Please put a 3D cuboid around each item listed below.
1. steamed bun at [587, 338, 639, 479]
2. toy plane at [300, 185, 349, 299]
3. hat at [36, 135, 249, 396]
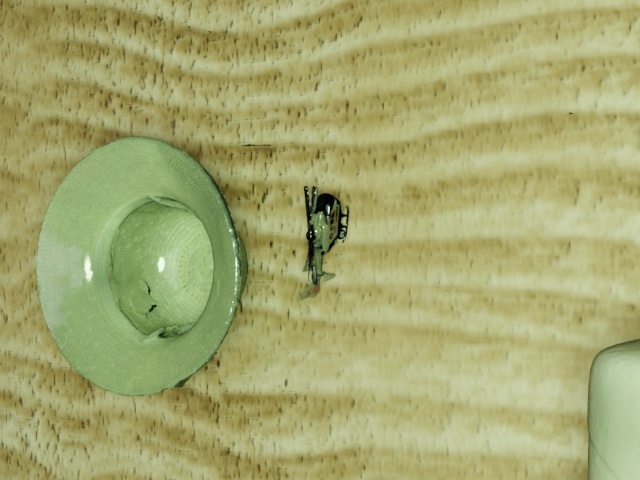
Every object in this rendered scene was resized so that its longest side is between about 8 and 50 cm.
[{"bbox_3d":[0.297,0.142,0.910,0.164,0.241,0.146,1,88,61],"label":"steamed bun"},{"bbox_3d":[0.000,0.000,1.202,0.031,0.049,0.121,19,116,32],"label":"toy plane"},{"bbox_3d":[-0.149,0.026,1.246,0.257,0.130,0.257,0,89,33],"label":"hat"}]
